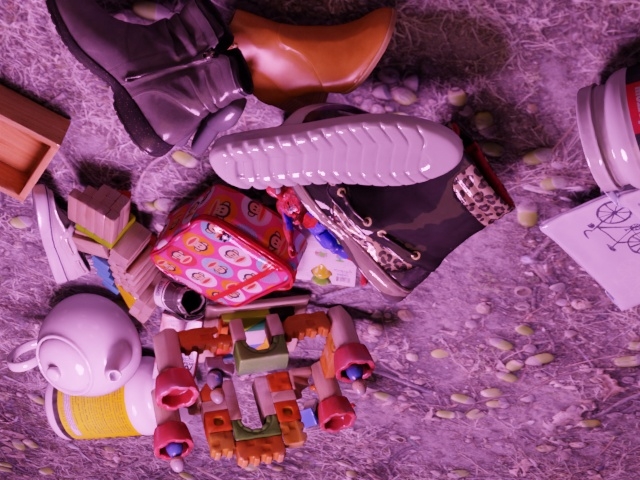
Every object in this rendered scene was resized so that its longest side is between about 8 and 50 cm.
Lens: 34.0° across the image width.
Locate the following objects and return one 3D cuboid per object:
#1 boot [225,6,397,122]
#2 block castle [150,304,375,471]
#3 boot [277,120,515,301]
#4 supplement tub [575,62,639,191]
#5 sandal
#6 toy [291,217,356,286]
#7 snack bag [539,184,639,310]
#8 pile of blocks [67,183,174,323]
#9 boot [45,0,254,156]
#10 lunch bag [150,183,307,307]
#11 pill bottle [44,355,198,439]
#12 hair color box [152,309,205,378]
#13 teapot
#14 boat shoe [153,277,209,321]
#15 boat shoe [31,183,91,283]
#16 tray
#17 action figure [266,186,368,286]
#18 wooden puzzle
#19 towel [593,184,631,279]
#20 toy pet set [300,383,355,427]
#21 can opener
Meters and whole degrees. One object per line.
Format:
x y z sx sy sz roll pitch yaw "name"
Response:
-0.037 -0.305 1.626 0.211 0.104 0.295 28 142 -19 "boot"
-0.132 0.323 2.204 0.453 0.212 0.303 -6 142 -17 "block castle"
0.123 -0.108 1.788 0.284 0.138 0.377 -35 95 23 "boot"
0.540 -0.184 1.558 0.272 0.191 0.191 -14 134 28 "supplement tub"
0.019 -0.166 1.676 0.416 0.102 0.169 -2 150 14 "sandal"
0.008 -0.011 2.004 0.137 0.056 0.237 8 134 5 "toy"
0.600 -0.002 1.834 0.343 0.037 0.323 -24 133 34 "snack bag"
-0.396 0.007 2.103 0.149 0.112 0.362 16 142 27 "pile of blocks"
-0.258 -0.319 1.618 0.223 0.118 0.338 -35 93 22 "boot"
-0.165 0.024 2.011 0.258 0.120 0.293 33 149 -19 "lunch bag"
-0.468 0.374 2.485 0.334 0.188 0.188 -8 137 23 "pill bottle"
-0.315 0.235 2.330 0.093 0.053 0.167 11 111 0 "hair color box"
-0.537 0.250 2.300 0.252 0.187 0.256 42 129 5 "teapot"
-0.271 0.132 2.173 0.070 0.077 0.219 14 173 19 "boat shoe"
-0.519 -0.016 2.111 0.088 0.096 0.267 -14 135 -12 "boat shoe"
-0.683 -0.239 1.893 0.411 0.076 0.203 29 138 -19 "tray"
0.000 0.000 1.888 0.280 0.139 0.091 41 128 -19 "action figure"
-0.144 0.198 2.246 0.221 0.044 0.238 -5 146 -17 "wooden puzzle"
0.595 -0.019 1.869 0.209 0.034 0.285 1 142 9 "towel"
0.002 0.405 2.502 0.114 0.065 0.122 -22 130 34 "toy pet set"
-0.192 -0.207 1.752 0.074 0.093 0.280 22 160 -15 "can opener"
